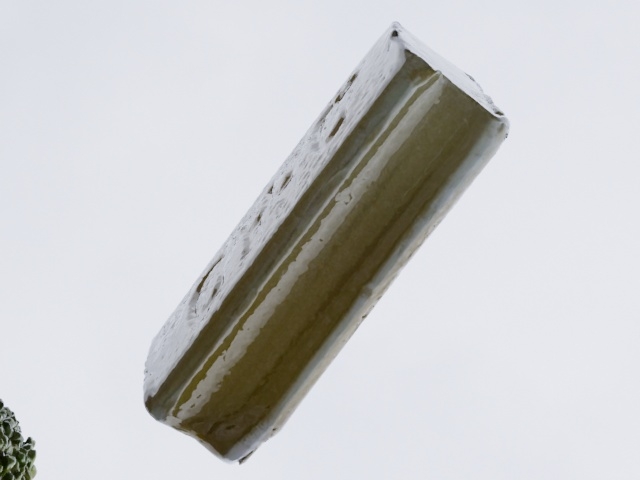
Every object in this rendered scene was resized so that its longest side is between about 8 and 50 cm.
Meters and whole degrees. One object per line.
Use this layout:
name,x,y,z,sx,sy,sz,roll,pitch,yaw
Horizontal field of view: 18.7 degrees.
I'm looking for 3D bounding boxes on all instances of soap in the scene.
soap,0.000,0.000,1.229,0.274,0.089,0.173,-53,-169,9

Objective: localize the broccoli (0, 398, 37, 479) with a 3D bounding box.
broccoli,-0.347,0.179,1.477,0.242,0.180,0.273,15,-125,5
